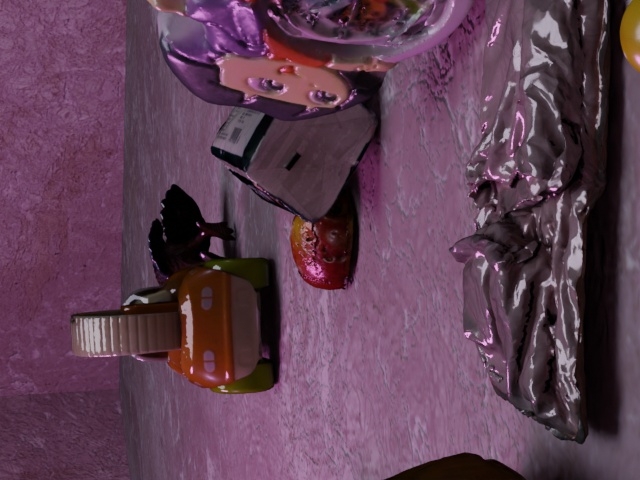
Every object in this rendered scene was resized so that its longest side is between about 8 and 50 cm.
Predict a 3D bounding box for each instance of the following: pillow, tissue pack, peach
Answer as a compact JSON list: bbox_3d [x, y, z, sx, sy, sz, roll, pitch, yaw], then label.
[{"bbox_3d":[0.102,-0.031,0.680,0.135,0.049,0.248,-141,52,-79],"label":"pillow"},{"bbox_3d":[-0.024,-0.081,1.092,0.103,0.090,0.170,-57,17,0],"label":"tissue pack"},{"bbox_3d":[0.000,0.000,1.135,0.083,0.050,0.077,95,167,-45],"label":"peach"}]

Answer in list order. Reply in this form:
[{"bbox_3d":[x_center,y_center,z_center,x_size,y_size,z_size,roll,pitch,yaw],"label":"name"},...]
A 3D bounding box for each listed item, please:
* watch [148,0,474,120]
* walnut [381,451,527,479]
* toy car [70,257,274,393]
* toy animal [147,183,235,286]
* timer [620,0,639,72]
[{"bbox_3d":[-0.008,-0.219,0.845,0.244,0.196,0.231,104,167,-62],"label":"watch"},{"bbox_3d":[0.070,0.177,0.682,0.245,0.137,0.137,165,103,-77],"label":"walnut"},{"bbox_3d":[-0.170,0.095,1.513,0.235,0.235,0.145,176,92,-77],"label":"toy car"},{"bbox_3d":[-0.172,0.043,1.739,0.179,0.116,0.218,107,151,-53],"label":"toy animal"},{"bbox_3d":[0.127,-0.108,0.418,0.107,0.109,0.107,50,-164,-19],"label":"timer"}]
